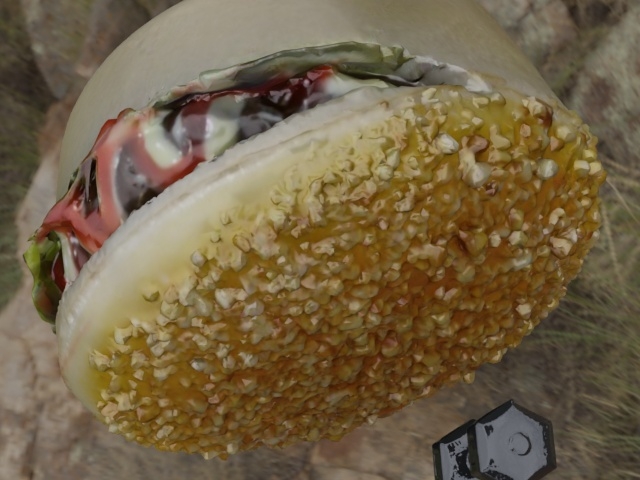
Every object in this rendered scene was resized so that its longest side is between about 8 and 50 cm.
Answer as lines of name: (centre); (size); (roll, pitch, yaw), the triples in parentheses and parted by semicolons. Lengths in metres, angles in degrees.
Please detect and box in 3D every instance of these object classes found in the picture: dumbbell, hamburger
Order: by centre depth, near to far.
dumbbell: (0.076, 0.096, 0.636); (0.040, 0.083, 0.036); (28, 72, -2)
hamburger: (0.000, 0.000, 0.735); (0.302, 0.302, 0.170); (-28, 56, 16)
